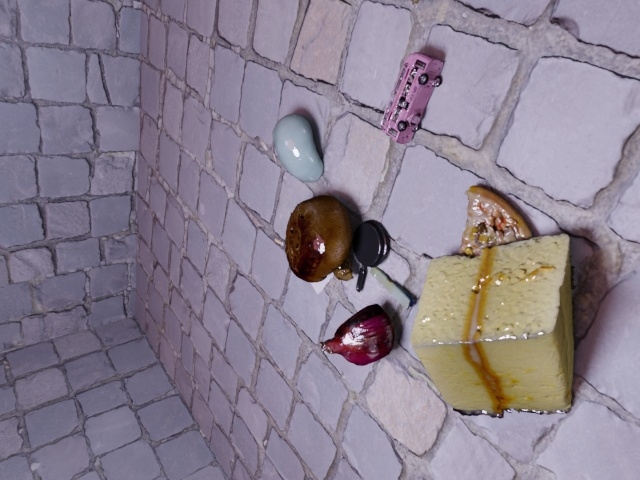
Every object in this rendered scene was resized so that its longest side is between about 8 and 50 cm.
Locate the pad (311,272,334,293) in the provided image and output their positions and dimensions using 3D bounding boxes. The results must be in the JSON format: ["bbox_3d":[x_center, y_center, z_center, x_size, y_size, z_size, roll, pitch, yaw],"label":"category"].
[{"bbox_3d":[-0.034,0.054,1.471,0.232,0.004,0.156,57,137,22],"label":"pad"}]

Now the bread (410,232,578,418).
[{"bbox_3d":[0.396,0.215,0.955,0.345,0.242,0.405,-5,137,43],"label":"bread"}]

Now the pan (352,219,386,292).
[{"bbox_3d":[0.127,0.054,1.249,0.136,0.028,0.235,43,131,46],"label":"pan"}]

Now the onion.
[{"bbox_3d":[0.102,0.282,1.203,0.140,0.218,0.195,63,146,17],"label":"onion"}]

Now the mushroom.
[{"bbox_3d":[-0.009,0.007,1.297,0.278,0.163,0.297,63,146,19],"label":"mushroom"}]

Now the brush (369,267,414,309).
[{"bbox_3d":[0.198,0.124,1.199,0.178,0.030,0.033,47,140,46],"label":"brush"}]

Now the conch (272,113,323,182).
[{"bbox_3d":[-0.077,-0.284,1.360,0.185,0.121,0.221,144,105,-80],"label":"conch"}]

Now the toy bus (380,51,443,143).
[{"bbox_3d":[0.214,-0.336,1.024,0.090,0.063,0.203,46,130,36],"label":"toy bus"}]

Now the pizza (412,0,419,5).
[{"bbox_3d":[0.233,-0.635,0.918,0.147,0.069,0.226,-13,94,29],"label":"pizza"}]

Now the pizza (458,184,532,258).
[{"bbox_3d":[0.352,-0.009,0.958,0.185,0.052,0.195,52,135,32],"label":"pizza"}]
